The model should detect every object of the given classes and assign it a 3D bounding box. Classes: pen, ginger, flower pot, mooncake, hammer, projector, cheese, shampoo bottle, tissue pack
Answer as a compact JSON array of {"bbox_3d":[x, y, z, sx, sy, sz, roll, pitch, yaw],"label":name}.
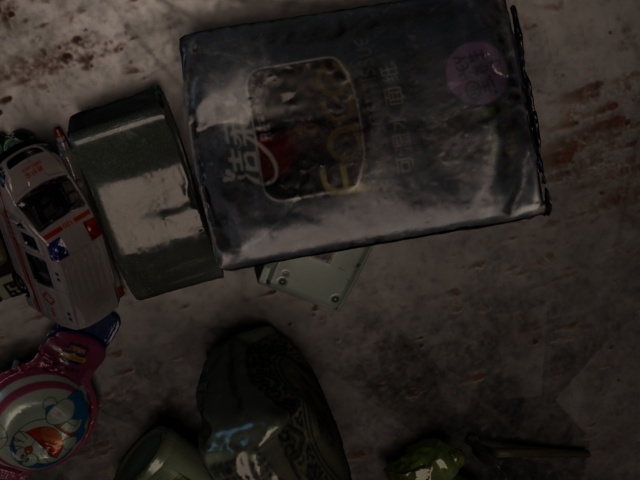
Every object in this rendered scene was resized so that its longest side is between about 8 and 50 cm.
[{"bbox_3d":[-0.271,-0.029,1.059,0.026,0.026,0.218,-15,112,-3],"label":"pen"},{"bbox_3d":[0.172,0.399,1.259,0.137,0.089,0.289,-16,110,-22],"label":"ginger"},{"bbox_3d":[-0.191,-0.049,1.021,0.108,0.103,0.229,-16,113,-2],"label":"flower pot"},{"bbox_3d":[-0.044,0.248,1.078,0.136,0.250,0.254,-27,111,4],"label":"mooncake"},{"bbox_3d":[0.293,0.294,1.257,0.182,0.062,0.017,6,111,-18],"label":"hammer"},{"bbox_3d":[0.000,0.000,1.093,0.115,0.061,0.147,21,105,-14],"label":"projector"},{"bbox_3d":[-0.328,0.187,1.105,0.155,0.062,0.244,29,93,-34],"label":"cheese"},{"bbox_3d":[-0.141,0.338,1.181,0.234,0.087,0.118,38,121,-20],"label":"shampoo bottle"},{"bbox_3d":[0.043,-0.118,0.987,0.362,0.122,0.259,-9,88,-3],"label":"tissue pack"}]

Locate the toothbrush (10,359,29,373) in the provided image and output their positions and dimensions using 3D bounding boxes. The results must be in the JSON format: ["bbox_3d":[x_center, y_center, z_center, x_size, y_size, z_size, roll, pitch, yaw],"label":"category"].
[{"bbox_3d":[-0.416,0.275,1.154,0.025,0.020,0.286,17,107,-21],"label":"toothbrush"}]

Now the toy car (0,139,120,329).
[{"bbox_3d":[-0.287,-0.003,0.990,0.089,0.108,0.209,-34,137,-33],"label":"toy car"}]

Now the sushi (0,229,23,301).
[{"bbox_3d":[-0.429,0.024,1.014,0.215,0.050,0.192,-17,127,-2],"label":"sushi"}]

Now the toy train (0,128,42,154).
[{"bbox_3d":[-0.377,-0.079,1.016,0.148,0.038,0.070,-14,115,-4],"label":"toy train"}]
